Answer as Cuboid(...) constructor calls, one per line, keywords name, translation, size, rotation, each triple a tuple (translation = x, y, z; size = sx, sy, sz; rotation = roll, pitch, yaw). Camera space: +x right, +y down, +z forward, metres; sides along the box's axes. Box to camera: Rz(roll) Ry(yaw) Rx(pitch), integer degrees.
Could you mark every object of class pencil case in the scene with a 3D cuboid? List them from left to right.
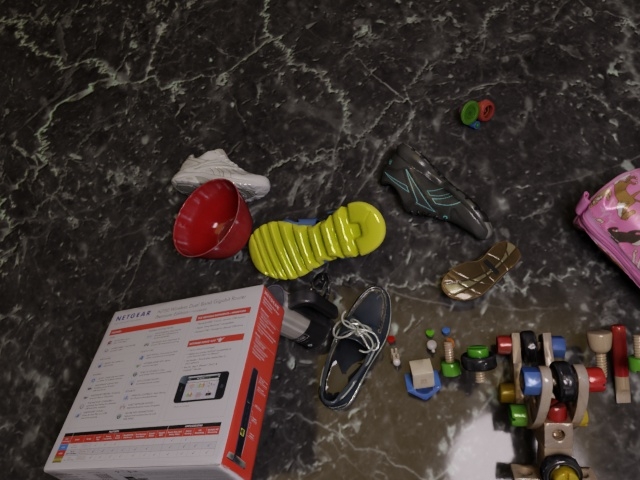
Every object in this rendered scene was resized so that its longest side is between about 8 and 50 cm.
Cuboid(name="pencil case", translation=(0.622, 0.051, 0.939), size=(0.160, 0.167, 0.386), rotation=(-45, 63, 27))

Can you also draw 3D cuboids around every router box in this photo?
Cuboid(name="router box", translation=(-0.244, 0.238, 0.885), size=(0.335, 0.082, 0.301), rotation=(-11, 44, 23))

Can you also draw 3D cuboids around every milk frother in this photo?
Cuboid(name="milk frother", translation=(-0.044, 0.115, 1.038), size=(0.129, 0.134, 0.143), rotation=(-41, 40, 17))

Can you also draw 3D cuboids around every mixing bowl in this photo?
Cuboid(name="mixing bowl", translation=(-0.211, -0.030, 1.138), size=(0.181, 0.098, 0.181), rotation=(-17, 58, 28))

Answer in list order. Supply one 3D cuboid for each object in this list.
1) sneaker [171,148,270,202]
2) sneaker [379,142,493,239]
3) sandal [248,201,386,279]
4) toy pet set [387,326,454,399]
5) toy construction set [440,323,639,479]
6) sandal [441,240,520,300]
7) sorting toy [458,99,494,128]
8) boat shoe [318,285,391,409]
Cuboid(name="sneaker", translation=(-0.218, -0.156, 1.211), size=(0.232, 0.090, 0.115), rotation=(8, 67, 12))
Cuboid(name="sneaker", translation=(0.236, -0.083, 1.109), size=(0.267, 0.101, 0.106), rotation=(46, 105, 21))
Cuboid(name="sandal", translation=(0.000, 0.000, 1.095), size=(0.317, 0.138, 0.126), rotation=(-10, 94, 26))
Cuboid(name="toy pet set", translation=(0.194, 0.232, 1.010), size=(0.122, 0.065, 0.114), rotation=(-9, 33, 4))
Cuboid(name="toy construction set", translation=(0.401, 0.280, 0.887), size=(0.308, 0.257, 0.237), rotation=(-7, 93, -17))
Cuboid(name="sandal", translation=(0.314, 0.064, 1.051), size=(0.180, 0.049, 0.072), rotation=(-31, 72, -18))
Cuboid(name="sorting toy", translation=(0.331, -0.278, 1.172), size=(0.102, 0.061, 0.042), rotation=(-10, 29, -30))
Cuboid(name="boat shoe", translation=(0.064, 0.196, 1.024), size=(0.095, 0.079, 0.254), rotation=(25, 76, 18))
